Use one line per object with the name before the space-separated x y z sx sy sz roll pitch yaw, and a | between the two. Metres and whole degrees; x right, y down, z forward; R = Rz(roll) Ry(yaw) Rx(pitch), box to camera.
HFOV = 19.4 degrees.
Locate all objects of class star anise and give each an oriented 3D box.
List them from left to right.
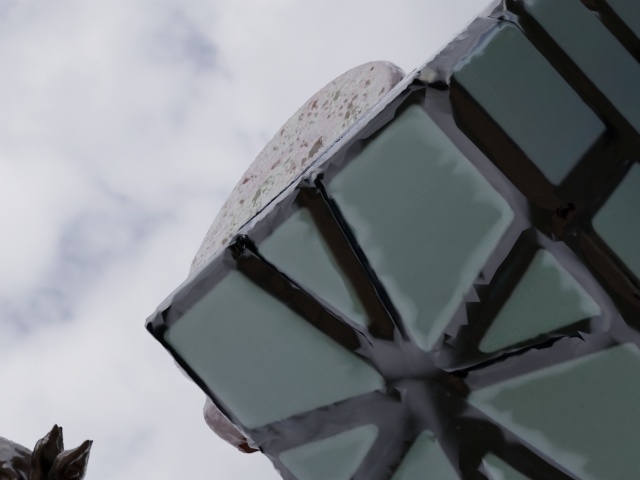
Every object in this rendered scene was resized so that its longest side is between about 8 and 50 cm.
star anise | -0.185 0.164 1.194 0.124 0.129 0.056 -49 -27 24

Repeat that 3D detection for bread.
bread | 0.002 -0.003 1.532 0.114 0.327 0.295 36 -69 -14

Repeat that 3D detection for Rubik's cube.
Rubik's cube | 0.125 0.023 1.119 0.293 0.288 0.283 48 -142 -5
